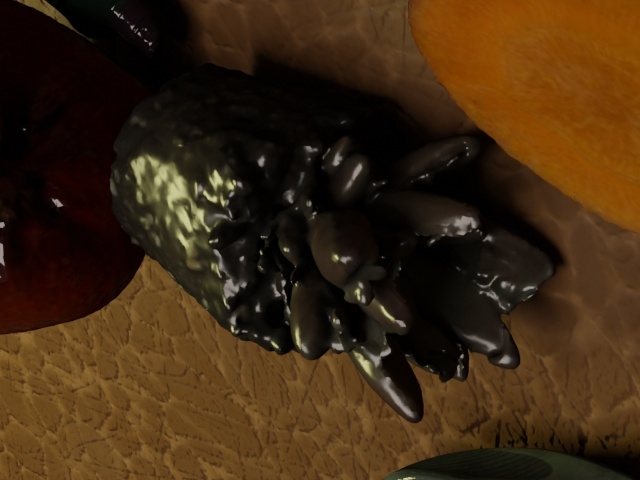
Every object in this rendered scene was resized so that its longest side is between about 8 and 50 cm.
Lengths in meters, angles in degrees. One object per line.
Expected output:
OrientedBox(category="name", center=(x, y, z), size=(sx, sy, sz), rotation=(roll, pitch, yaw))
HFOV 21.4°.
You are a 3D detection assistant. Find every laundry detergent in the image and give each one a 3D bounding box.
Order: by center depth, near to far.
OrientedBox(category="laundry detergent", center=(-0.195, -0.237, 1.356), size=(0.222, 0.078, 0.144), rotation=(45, 141, 17))

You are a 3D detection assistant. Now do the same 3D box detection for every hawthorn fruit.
OrientedBox(category="hawthorn fruit", center=(-0.263, -0.054, 1.386), size=(0.295, 0.295, 0.311), rotation=(47, 176, 14))

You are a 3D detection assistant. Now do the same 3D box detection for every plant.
OrientedBox(category="plant", center=(0.000, 0.000, 1.232), size=(0.320, 0.181, 0.194), rotation=(30, 135, 37))

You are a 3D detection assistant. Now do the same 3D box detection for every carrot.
OrientedBox(category="carrot", center=(0.175, -0.104, 0.956), size=(0.307, 0.100, 0.258), rotation=(7, 143, 48))

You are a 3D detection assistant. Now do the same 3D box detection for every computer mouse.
OrientedBox(category="computer mouse", center=(0.200, 0.225, 1.248), size=(0.379, 0.090, 0.167), rotation=(2, 123, 40))
